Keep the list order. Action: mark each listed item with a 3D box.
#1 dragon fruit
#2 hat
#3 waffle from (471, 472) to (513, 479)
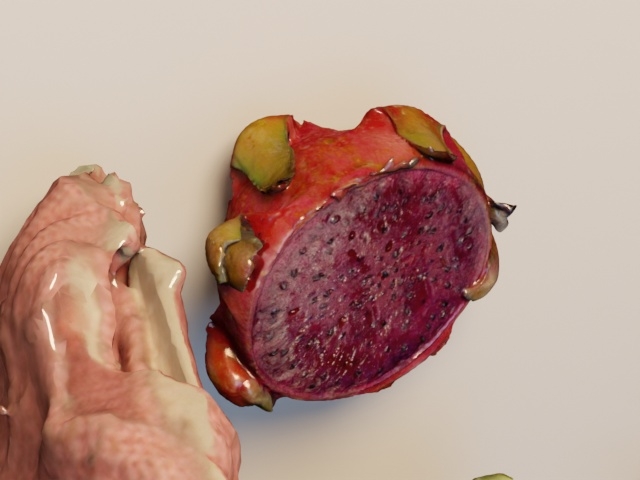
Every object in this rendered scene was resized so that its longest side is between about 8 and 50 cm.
[{"bbox_3d":[0.003,0.001,0.623,0.126,0.068,0.112,-23,137,-26],"label":"dragon fruit"},{"bbox_3d":[-0.102,0.141,0.569,0.107,0.237,0.286,20,122,-33],"label":"hat"},{"bbox_3d":[-0.005,0.187,0.694,0.207,0.054,0.214,-25,146,-21],"label":"waffle"}]
